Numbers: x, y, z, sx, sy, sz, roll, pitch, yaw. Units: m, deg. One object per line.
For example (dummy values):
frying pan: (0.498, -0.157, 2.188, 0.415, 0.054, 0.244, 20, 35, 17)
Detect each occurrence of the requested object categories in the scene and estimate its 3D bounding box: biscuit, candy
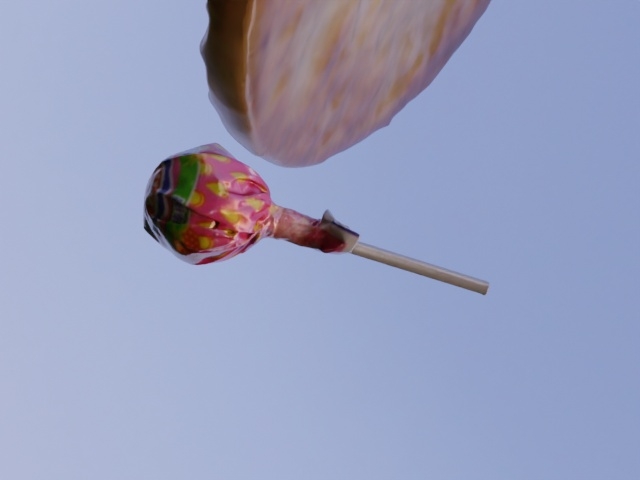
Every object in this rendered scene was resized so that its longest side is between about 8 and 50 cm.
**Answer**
biscuit: (0.033, -0.133, 0.561, 0.040, 0.309, 0.205, 33, -52, 17)
candy: (0.000, 0.000, 1.193, 0.365, 0.124, 0.124, 18, -50, -9)
